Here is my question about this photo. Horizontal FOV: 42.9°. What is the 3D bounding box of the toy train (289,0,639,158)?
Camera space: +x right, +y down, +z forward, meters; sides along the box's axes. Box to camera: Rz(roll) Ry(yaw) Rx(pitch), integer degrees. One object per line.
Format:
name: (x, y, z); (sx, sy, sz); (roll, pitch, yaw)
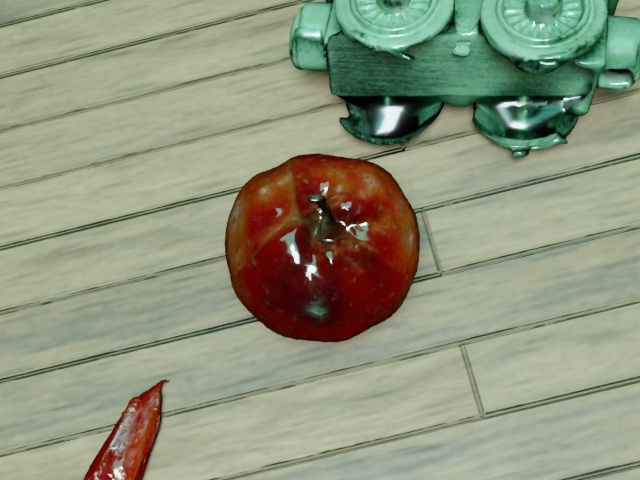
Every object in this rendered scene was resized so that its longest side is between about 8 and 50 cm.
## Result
toy train: (0.128, -0.207, 0.705); (0.299, 0.167, 0.238); (6, 64, 8)

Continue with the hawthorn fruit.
hawthorn fruit: (0.000, 0.000, 0.622); (0.157, 0.194, 0.157); (0, 78, 0)

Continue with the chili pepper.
chili pepper: (-0.176, 0.230, 0.630); (0.059, 0.050, 0.268); (9, 69, 27)
